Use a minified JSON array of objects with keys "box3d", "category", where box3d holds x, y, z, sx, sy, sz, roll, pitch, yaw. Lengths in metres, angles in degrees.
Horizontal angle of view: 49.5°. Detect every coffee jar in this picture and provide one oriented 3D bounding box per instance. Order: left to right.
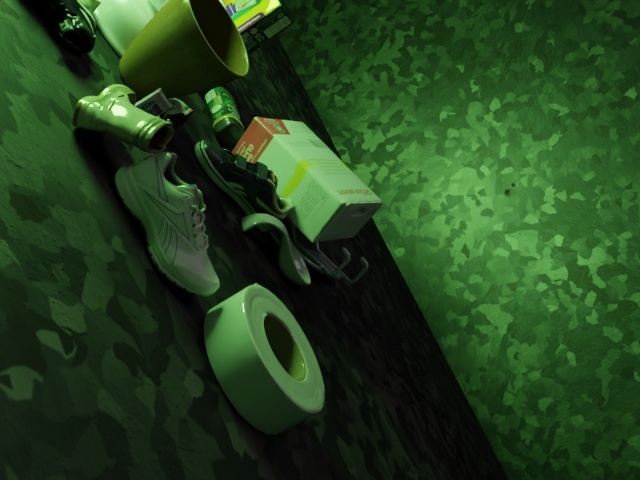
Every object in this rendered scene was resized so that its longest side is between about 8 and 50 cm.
[{"box3d":[-0.286,-0.371,2.087,0.096,0.079,0.184,42,22,-50],"category":"coffee jar"}]

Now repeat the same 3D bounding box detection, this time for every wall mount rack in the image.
[{"box3d":[0.000,0.000,2.212,0.304,0.130,0.350,45,7,21],"category":"wall mount rack"}]

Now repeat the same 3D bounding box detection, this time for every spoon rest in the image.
[{"box3d":[-0.100,0.022,1.889,0.276,0.084,0.137,47,18,-37],"category":"spoon rest"}]

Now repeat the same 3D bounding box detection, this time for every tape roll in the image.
[{"box3d":[-0.107,0.231,1.370,0.286,0.100,0.286,53,15,-21],"category":"tape roll"}]

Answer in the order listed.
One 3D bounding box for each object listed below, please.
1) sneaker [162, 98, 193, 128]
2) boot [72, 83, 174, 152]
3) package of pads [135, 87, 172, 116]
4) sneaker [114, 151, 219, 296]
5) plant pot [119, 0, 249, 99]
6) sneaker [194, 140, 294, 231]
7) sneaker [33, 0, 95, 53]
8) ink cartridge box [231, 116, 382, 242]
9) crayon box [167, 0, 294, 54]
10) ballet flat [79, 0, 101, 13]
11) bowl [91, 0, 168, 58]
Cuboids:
[{"box3d":[-0.377,-0.326,1.742,0.075,0.057,0.161,40,17,-4],"category":"sneaker"},{"box3d":[-0.362,-0.236,1.357,0.165,0.077,0.213,21,22,1],"category":"boot"},{"box3d":[-0.384,-0.304,1.578,0.050,0.083,0.032,56,8,-25],"category":"package of pads"},{"box3d":[-0.268,-0.032,1.305,0.297,0.129,0.111,60,11,-1],"category":"sneaker"},{"box3d":[-0.339,-0.437,1.633,0.237,0.254,0.237,53,22,-33],"category":"plant pot"},{"box3d":[-0.198,-0.169,1.872,0.321,0.127,0.126,48,19,-33],"category":"sneaker"},{"box3d":[-0.535,-0.476,1.416,0.217,0.079,0.121,46,17,-48],"category":"sneaker"},{"box3d":[-0.039,-0.181,2.071,0.385,0.160,0.279,46,23,18],"category":"ink cartridge box"},{"box3d":[-0.301,-0.698,2.134,0.106,0.362,0.313,34,28,-60],"category":"crayon box"},{"box3d":[-0.572,-0.618,1.653,0.168,0.052,0.057,60,14,6],"category":"ballet flat"},{"box3d":[-0.454,-0.564,1.792,0.298,0.134,0.298,54,14,-21],"category":"bowl"}]
